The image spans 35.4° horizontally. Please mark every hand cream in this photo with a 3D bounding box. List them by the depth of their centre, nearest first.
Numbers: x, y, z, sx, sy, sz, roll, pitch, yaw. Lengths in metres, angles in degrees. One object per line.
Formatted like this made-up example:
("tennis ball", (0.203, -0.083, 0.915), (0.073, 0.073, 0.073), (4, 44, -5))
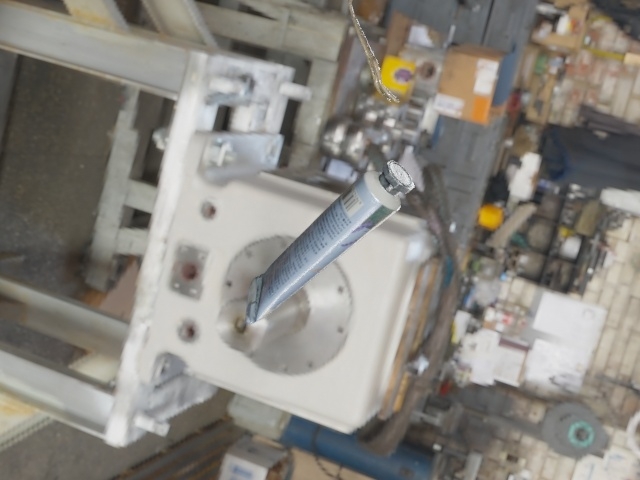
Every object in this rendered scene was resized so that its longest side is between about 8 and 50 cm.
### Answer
("hand cream", (0.000, 0.000, 1.126), (0.256, 0.055, 0.088), (-40, -151, 28))

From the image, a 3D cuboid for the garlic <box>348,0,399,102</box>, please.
("garlic", (0.062, -0.252, 0.829), (0.207, 0.207, 0.256), (2, 100, -73))
